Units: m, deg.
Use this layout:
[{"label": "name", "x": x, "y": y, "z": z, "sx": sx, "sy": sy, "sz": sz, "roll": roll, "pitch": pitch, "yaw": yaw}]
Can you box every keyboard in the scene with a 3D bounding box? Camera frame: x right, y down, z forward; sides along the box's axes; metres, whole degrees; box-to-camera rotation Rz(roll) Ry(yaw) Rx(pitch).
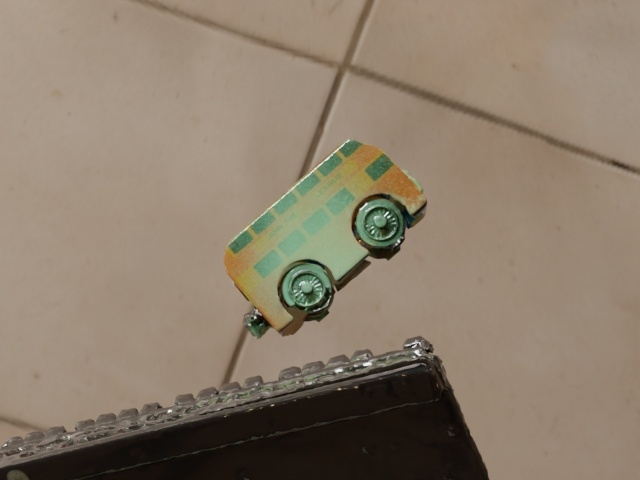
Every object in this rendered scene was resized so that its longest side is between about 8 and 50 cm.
[{"label": "keyboard", "x": -0.053, "y": 0.092, "z": 0.483, "sx": 0.231, "sy": 0.023, "sz": 0.072, "roll": -16, "pitch": 120, "yaw": 18}]

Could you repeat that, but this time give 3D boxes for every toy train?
[{"label": "toy train", "x": 0.000, "y": 0.000, "z": 1.029, "sx": 0.188, "sy": 0.072, "sz": 0.099, "roll": -40, "pitch": 85, "yaw": -4}]
